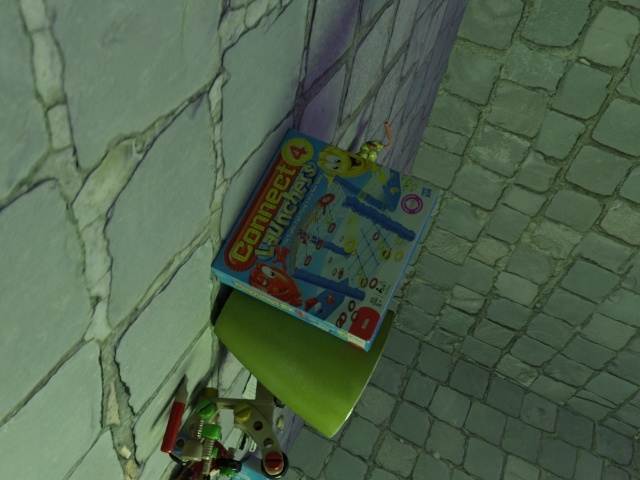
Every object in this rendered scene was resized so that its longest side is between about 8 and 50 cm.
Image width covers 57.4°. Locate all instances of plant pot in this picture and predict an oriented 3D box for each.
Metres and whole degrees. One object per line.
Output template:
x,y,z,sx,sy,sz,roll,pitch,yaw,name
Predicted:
-0.049,0.190,1.149,0.275,0.293,0.275,-62,178,-4,plant pot

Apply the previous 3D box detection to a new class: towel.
-0.165,0.546,2.023,0.312,0.056,0.324,-68,168,12,towel

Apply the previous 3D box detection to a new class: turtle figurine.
0.100,-0.203,1.615,0.217,0.087,0.269,-51,172,-29,turtle figurine

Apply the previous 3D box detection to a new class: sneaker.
-0.297,0.554,1.399,0.093,0.088,0.225,-48,176,22,sneaker

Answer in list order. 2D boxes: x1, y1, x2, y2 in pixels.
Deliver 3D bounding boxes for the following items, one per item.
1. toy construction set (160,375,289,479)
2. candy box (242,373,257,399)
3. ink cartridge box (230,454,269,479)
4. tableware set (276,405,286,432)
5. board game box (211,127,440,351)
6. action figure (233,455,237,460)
-0.192,0.350,1.215,0.309,0.257,0.237,52,41,-52,toy construction set
-0.139,0.361,1.712,0.165,0.070,0.196,-20,132,-75,candy box
-0.288,0.971,2.141,0.307,0.129,0.223,-64,169,-10,ink cartridge box
-0.152,0.635,2.209,0.169,0.020,0.141,-71,-160,0,tableware set
0.014,-0.008,1.050,0.308,0.302,0.086,-63,168,-16,board game box
-0.288,0.728,1.899,0.115,0.030,0.038,101,12,-57,action figure
